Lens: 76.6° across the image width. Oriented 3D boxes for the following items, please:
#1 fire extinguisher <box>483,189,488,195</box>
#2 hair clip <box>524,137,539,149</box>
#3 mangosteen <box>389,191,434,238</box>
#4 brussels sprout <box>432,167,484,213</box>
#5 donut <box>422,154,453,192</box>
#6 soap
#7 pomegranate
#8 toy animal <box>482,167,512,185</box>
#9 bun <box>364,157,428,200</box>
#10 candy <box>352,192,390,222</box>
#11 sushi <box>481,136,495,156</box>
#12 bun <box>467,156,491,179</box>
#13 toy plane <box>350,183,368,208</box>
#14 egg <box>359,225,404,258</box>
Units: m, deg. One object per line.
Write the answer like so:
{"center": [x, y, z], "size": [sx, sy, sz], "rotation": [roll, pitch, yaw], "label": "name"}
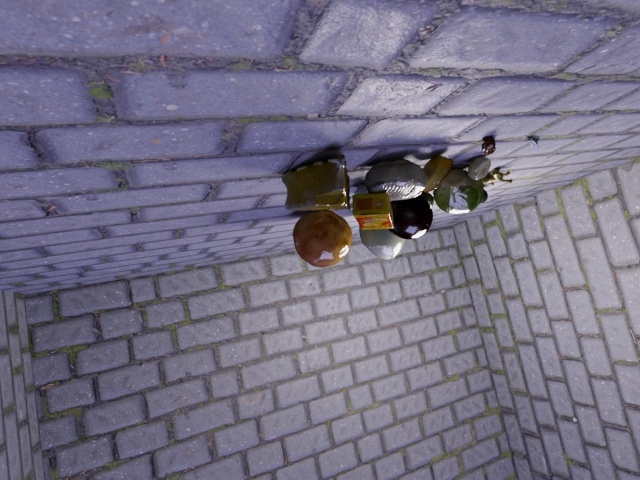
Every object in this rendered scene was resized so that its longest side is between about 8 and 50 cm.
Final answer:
{"center": [0.953, -0.281, 2.458], "size": [0.095, 0.114, 0.311], "rotation": [-47, 157, 20], "label": "fire extinguisher"}
{"center": [0.885, -0.407, 1.689], "size": [0.030, 0.039, 0.115], "rotation": [-25, 163, 40], "label": "hair clip"}
{"center": [0.461, -0.149, 2.105], "size": [0.288, 0.287, 0.288], "rotation": [-12, 172, -2], "label": "mangosteen"}
{"center": [0.650, -0.241, 1.934], "size": [0.220, 0.210, 0.271], "rotation": [11, 163, 32], "label": "brussels sprout"}
{"center": [0.451, -0.271, 1.632], "size": [0.065, 0.162, 0.178], "rotation": [32, 169, -9], "label": "donut"}
{"center": [0.082, -0.200, 1.460], "size": [0.339, 0.169, 0.304], "rotation": [-6, 180, -43], "label": "soap"}
{"center": [0.000, 0.000, 2.194], "size": [0.338, 0.338, 0.338], "rotation": [-12, 172, -2], "label": "pomegranate"}
{"center": [0.926, -0.339, 2.193], "size": [0.136, 0.073, 0.181], "rotation": [1, 180, -26], "label": "toy animal"}
{"center": [0.297, -0.242, 1.579], "size": [0.239, 0.141, 0.239], "rotation": [-1, 169, 0], "label": "bun"}
{"center": [0.219, -0.113, 1.657], "size": [0.146, 0.088, 0.276], "rotation": [-3, 168, 15], "label": "candy"}
{"center": [0.652, -0.363, 1.575], "size": [0.055, 0.052, 0.120], "rotation": [-15, 172, 23], "label": "sushi"}
{"center": [0.707, -0.327, 1.819], "size": [0.115, 0.069, 0.115], "rotation": [-26, 137, -28], "label": "bun"}
{"center": [0.247, -0.203, 1.882], "size": [0.267, 0.122, 0.267], "rotation": [-13, 175, -1], "label": "toy plane"}
{"center": [0.377, -0.048, 2.454], "size": [0.279, 0.336, 0.278], "rotation": [-10, 178, 0], "label": "egg"}
